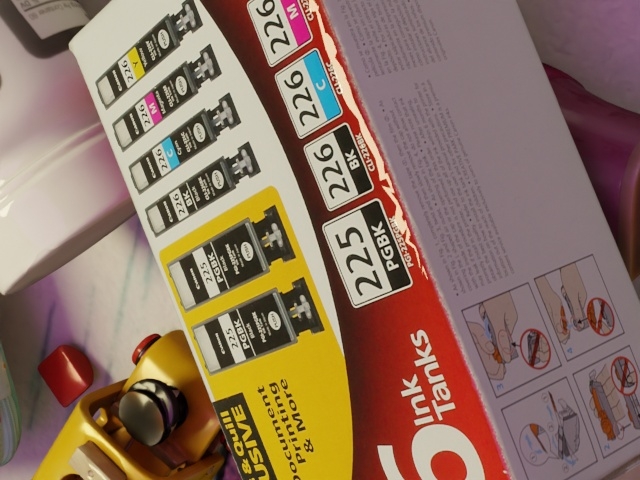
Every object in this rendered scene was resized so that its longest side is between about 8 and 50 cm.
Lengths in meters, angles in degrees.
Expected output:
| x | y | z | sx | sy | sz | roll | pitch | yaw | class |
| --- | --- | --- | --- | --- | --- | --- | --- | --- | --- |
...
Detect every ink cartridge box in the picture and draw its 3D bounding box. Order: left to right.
| x | y | z | sx | sy | sz | roll | pitch | yaw | class |
| --- | --- | --- | --- | --- | --- | --- | --- | --- | --- |
| 0.000 | 0.000 | 0.656 | 0.272 | 0.130 | 0.309 | -27 | 84 | 51 | ink cartridge box |

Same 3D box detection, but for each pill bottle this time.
| x | y | z | sx | sy | sz | roll | pitch | yaw | class |
| --- | --- | --- | --- | --- | --- | --- | --- | --- | --- |
| -0.226 | -0.116 | 0.768 | 0.161 | 0.161 | 0.283 | -36 | 91 | 27 | pill bottle |

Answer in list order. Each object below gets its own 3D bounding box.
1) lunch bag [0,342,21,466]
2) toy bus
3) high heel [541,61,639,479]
| x | y | z | sx | sy | sz | roll | pitch | yaw | class |
| --- | --- | --- | --- | --- | --- | --- | --- | --- | --- |
| -0.339 | 0.051 | 0.888 | 0.224 | 0.108 | 0.279 | -9 | 101 | 41 | lunch bag |
| -0.125 | 0.144 | 0.829 | 0.191 | 0.104 | 0.202 | -8 | 94 | 27 | toy bus |
| 0.123 | 0.075 | 0.745 | 0.181 | 0.127 | 0.377 | 29 | 125 | 45 | high heel |
